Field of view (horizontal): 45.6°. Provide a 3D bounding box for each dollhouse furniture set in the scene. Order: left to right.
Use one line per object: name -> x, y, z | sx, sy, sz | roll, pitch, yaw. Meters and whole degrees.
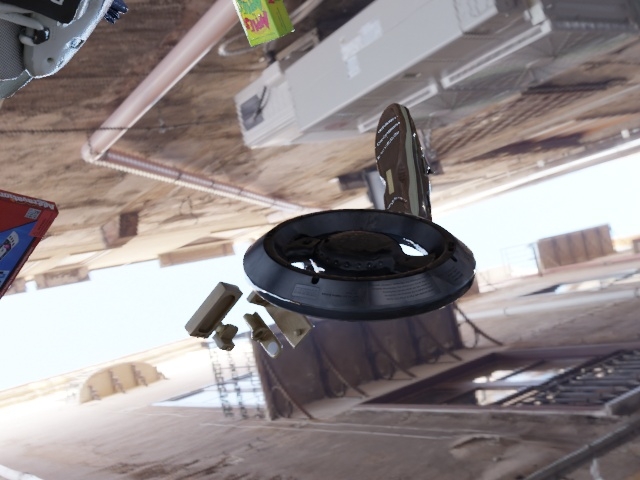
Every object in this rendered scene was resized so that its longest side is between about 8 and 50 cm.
dollhouse furniture set -> -0.130, 0.158, 1.389 | 0.144, 0.123, 0.151 | -51, -35, 14

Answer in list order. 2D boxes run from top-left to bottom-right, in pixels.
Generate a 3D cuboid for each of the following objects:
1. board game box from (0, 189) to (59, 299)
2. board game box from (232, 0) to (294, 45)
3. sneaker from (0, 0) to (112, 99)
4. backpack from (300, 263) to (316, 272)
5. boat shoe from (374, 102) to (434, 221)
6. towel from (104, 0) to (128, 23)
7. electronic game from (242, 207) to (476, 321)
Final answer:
board game box -> -0.490, 0.042, 1.034 | 0.145, 0.281, 0.027 | 16, -149, -47
board game box -> -0.126, -0.471, 1.448 | 0.043, 0.092, 0.181 | -37, -66, -37
sneaker -> -0.163, -0.163, 0.429 | 0.122, 0.330, 0.146 | 25, -106, -16
backpack -> 0.000, 0.000, 1.515 | 0.104, 0.114, 0.084 | -11, -60, -15
boat shoe -> 0.169, -0.138, 1.475 | 0.095, 0.095, 0.258 | 9, -108, -34
towel -> -0.287, -0.310, 0.911 | 0.067, 0.029, 0.119 | 58, -163, 22
electronic game -> 0.038, 0.020, 0.751 | 0.229, 0.229, 0.048 | -16, -64, -34
